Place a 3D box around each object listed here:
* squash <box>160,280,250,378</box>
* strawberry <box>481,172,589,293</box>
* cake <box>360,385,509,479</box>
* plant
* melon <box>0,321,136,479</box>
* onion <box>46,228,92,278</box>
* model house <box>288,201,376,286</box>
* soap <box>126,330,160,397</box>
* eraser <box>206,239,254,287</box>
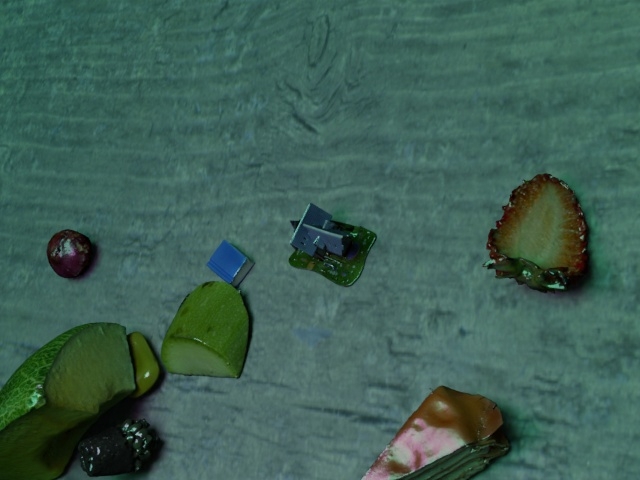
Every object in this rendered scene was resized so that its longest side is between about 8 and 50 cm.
[{"bbox_3d":[-0.229,0.158,2.013,0.191,0.085,0.184,-2,75,32],"label":"squash"},{"bbox_3d":[0.356,0.001,1.705,0.167,0.087,0.208,23,55,21],"label":"strawberry"},{"bbox_3d":[0.156,0.331,1.659,0.287,0.098,0.135,-38,52,8],"label":"cake"},{"bbox_3d":[-0.368,0.383,1.981,0.094,0.143,0.092,15,115,53],"label":"plant"},{"bbox_3d":[-0.519,0.333,2.046,0.343,0.226,0.331,-35,14,24],"label":"melon"},{"bbox_3d":[-0.540,0.028,2.308,0.107,0.097,0.107,-1,88,33],"label":"onion"},{"bbox_3d":[0.000,0.000,1.940,0.167,0.088,0.117,22,80,40],"label":"model house"},{"bbox_3d":[-0.358,0.242,2.099,0.089,0.045,0.140,-46,50,13],"label":"soap"},{"bbox_3d":[-0.175,0.045,2.081,0.084,0.027,0.063,36,90,41],"label":"eraser"}]
